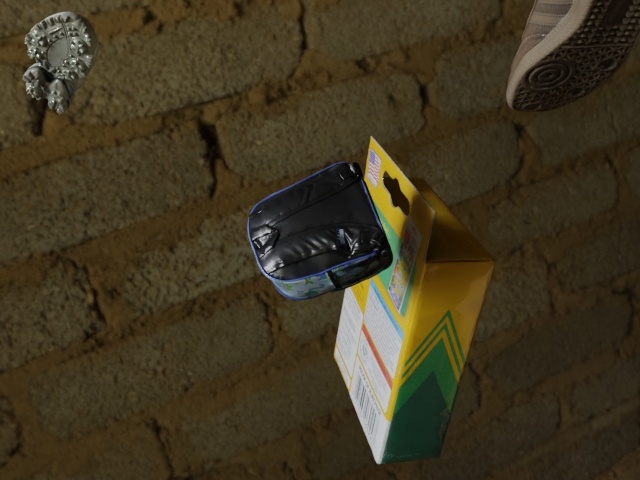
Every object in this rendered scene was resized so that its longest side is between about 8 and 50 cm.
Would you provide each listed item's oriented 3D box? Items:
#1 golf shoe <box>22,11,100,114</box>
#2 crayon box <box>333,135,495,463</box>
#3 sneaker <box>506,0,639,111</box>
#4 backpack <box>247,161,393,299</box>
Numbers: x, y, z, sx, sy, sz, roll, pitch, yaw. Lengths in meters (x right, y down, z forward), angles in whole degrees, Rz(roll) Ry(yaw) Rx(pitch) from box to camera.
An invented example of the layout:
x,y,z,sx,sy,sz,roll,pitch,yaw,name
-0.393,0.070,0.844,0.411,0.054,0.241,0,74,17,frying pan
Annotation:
x,y,z,sx,sy,sz,roll,pitch,yaw,name
-0.271,-0.211,0.739,0.176,0.069,0.086,-21,38,56,golf shoe
0.099,0.066,0.789,0.083,0.322,0.203,-1,30,-15,crayon box
0.175,-0.160,0.448,0.066,0.071,0.188,2,-25,-10,sneaker
0.000,0.000,0.616,0.114,0.084,0.105,-21,60,4,backpack
